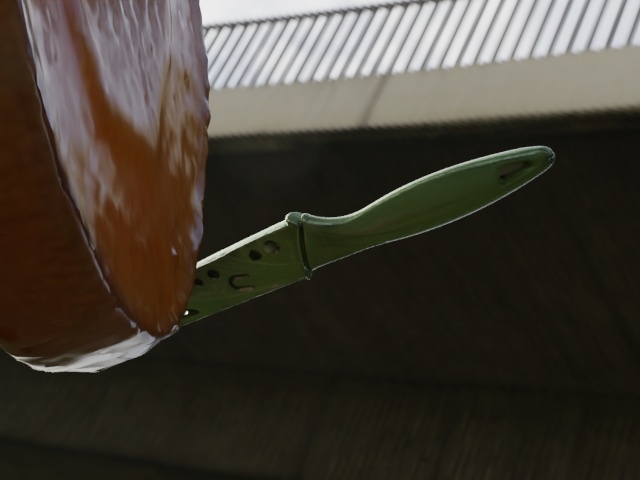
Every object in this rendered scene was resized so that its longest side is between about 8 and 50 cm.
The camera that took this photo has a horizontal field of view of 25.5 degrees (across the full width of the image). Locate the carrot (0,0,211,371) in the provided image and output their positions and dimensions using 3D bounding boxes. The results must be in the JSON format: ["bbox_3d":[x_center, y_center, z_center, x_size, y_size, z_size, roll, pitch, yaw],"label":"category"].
[{"bbox_3d":[-0.110,-0.101,0.536,0.100,0.258,0.307,-14,-82,10],"label":"carrot"}]

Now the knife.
[{"bbox_3d":[0.000,-0.001,0.807,0.293,0.019,0.043,-23,-60,30],"label":"knife"}]
